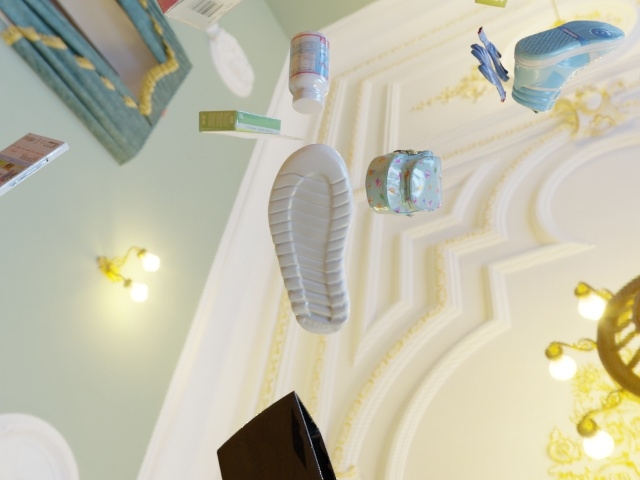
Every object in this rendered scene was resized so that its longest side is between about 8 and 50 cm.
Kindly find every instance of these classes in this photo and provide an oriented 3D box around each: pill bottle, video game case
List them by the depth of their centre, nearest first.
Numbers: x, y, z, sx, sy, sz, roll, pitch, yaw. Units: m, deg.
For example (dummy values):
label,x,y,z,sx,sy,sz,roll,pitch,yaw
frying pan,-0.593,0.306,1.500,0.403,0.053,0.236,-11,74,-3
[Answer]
label,x,y,z,sx,sy,sz,roll,pitch,yaw
video game case,-0.386,-0.093,0.780,0.087,0.011,0.122,17,-131,33
pill bottle,-0.023,-0.352,1.321,0.087,0.087,0.160,-11,-112,33

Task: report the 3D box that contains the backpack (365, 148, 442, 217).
label,x,y,z,sx,sy,sz,roll,pitch,yaw
backpack,0.207,-0.140,1.551,0.188,0.166,0.144,-10,-165,-33

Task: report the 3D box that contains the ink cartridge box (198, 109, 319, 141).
label,x,y,z,sx,sy,sz,roll,pitch,yaw
ink cartridge box,-0.143,-0.268,1.468,0.235,0.056,0.171,6,-174,33

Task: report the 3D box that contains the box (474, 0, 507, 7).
label,x,y,z,sx,sy,sz,roll,pitch,yaw
box,0.297,-0.509,1.100,0.058,0.087,0.232,7,-128,-5

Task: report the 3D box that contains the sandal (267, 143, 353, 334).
label,x,y,z,sx,sy,sz,roll,pitch,yaw
sandal,-0.015,-0.001,1.283,0.169,0.417,0.102,3,-155,7

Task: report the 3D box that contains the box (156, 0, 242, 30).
label,x,y,z,sx,sy,sz,roll,pitch,yaw
box,-0.262,-0.540,1.179,0.126,0.232,0.148,-30,174,21

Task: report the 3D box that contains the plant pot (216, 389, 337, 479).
label,x,y,z,sx,sy,sz,roll,pitch,yaw
plant pot,-0.070,0.401,1.065,0.166,0.188,0.188,-22,-131,-2

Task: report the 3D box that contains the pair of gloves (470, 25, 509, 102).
label,x,y,z,sx,sy,sz,roll,pitch,yaw
pair of gloves,0.417,-0.434,1.534,0.023,0.159,0.198,-22,-151,33

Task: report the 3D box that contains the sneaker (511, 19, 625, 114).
label,x,y,z,sx,sy,sz,roll,pitch,yaw
sneaker,0.626,-0.442,1.628,0.318,0.208,0.127,-16,-133,-14
